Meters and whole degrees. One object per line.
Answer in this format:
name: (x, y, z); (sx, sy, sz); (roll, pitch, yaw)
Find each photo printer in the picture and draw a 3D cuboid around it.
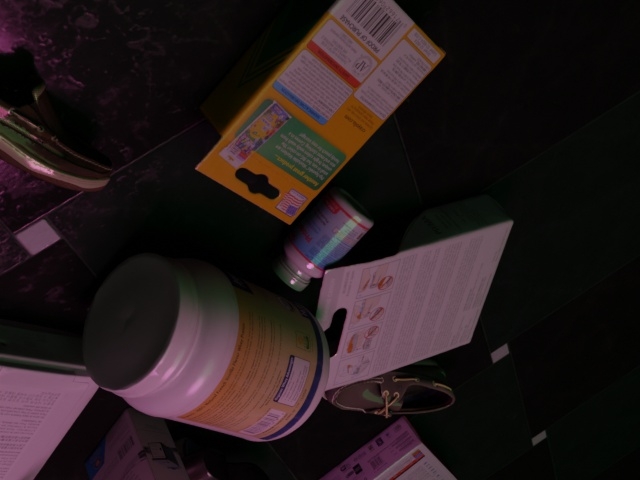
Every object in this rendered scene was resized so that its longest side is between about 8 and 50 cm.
photo printer: (-0.484, 0.252, 1.220); (0.256, 0.107, 0.307); (18, 116, -44)

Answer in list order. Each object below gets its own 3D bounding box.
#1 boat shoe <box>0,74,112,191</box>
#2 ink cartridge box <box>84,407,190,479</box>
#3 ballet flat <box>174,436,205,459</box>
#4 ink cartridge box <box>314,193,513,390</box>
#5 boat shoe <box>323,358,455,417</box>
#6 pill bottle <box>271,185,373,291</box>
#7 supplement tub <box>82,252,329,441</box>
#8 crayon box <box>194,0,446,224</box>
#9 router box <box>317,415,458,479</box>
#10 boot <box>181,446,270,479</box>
boat shoe: (-0.333, -0.137, 0.982); (0.257, 0.095, 0.095); (25, 105, -45)
ink cartridge box: (-0.295, 0.393, 1.418); (0.082, 0.191, 0.140); (21, 114, -45)
ballet flat: (-0.229, 0.404, 1.594); (0.052, 0.057, 0.168); (-14, 139, 17)
ink cartridge box: (0.131, 0.098, 1.514); (0.385, 0.091, 0.308); (-13, 135, -28)
boat shoe: (0.139, 0.294, 1.707); (0.305, 0.091, 0.109); (3, 125, -37)
pill bottle: (0.000, 0.000, 1.343); (0.160, 0.087, 0.087); (-47, 138, 11)
supplement tub: (-0.161, 0.158, 1.267); (0.228, 0.228, 0.316); (-48, 138, 12)
crayon box: (-0.012, -0.195, 1.159); (0.323, 0.083, 0.203); (-48, 138, 11)
router box: (0.125, 0.577, 1.965); (0.335, 0.082, 0.301); (-37, 139, 0)
boot: (-0.241, 0.493, 1.569); (0.280, 0.096, 0.264); (-30, 141, 18)
